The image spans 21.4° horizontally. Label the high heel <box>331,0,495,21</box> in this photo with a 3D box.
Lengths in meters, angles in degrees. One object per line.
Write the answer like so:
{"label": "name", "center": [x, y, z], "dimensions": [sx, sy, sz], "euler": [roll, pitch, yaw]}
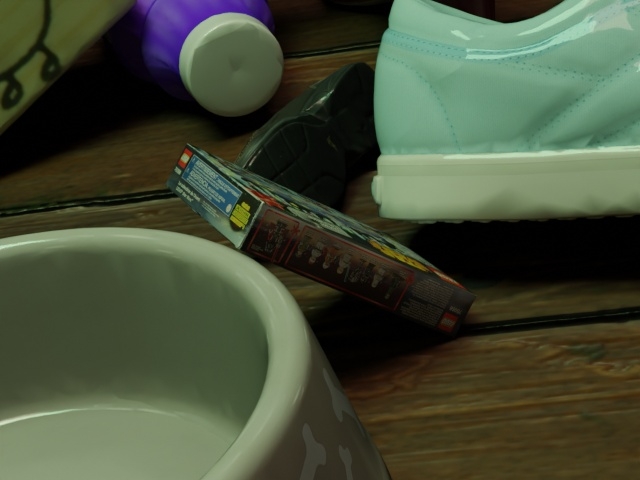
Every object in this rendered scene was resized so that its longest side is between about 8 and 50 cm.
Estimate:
{"label": "high heel", "center": [0.056, -0.248, 1.204], "dimensions": [0.127, 0.181, 0.377], "euler": [-17, 28, -7]}

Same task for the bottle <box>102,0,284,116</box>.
{"label": "bottle", "center": [-0.099, -0.165, 1.216], "dimensions": [0.118, 0.092, 0.283], "euler": [-16, 27, -12]}

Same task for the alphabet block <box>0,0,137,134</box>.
{"label": "alphabet block", "center": [-0.273, -0.182, 1.155], "dimensions": [0.197, 0.192, 0.193], "euler": [-45, 33, 2]}

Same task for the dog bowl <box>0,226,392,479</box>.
{"label": "dog bowl", "center": [-0.144, 0.111, 0.714], "dimensions": [0.349, 0.102, 0.348], "euler": [-11, 27, 6]}

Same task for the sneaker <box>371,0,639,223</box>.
{"label": "sneaker", "center": [0.194, -0.090, 0.849], "dimensions": [0.366, 0.150, 0.135], "euler": [-4, 5, 17]}

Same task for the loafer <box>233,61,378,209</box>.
{"label": "loafer", "center": [-0.017, -0.046, 1.009], "dimensions": [0.061, 0.062, 0.170], "euler": [-21, 15, 39]}

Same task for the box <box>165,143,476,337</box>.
{"label": "box", "center": [0.000, 0.000, 0.841], "dimensions": [0.137, 0.027, 0.094], "euler": [23, 8, -34]}
